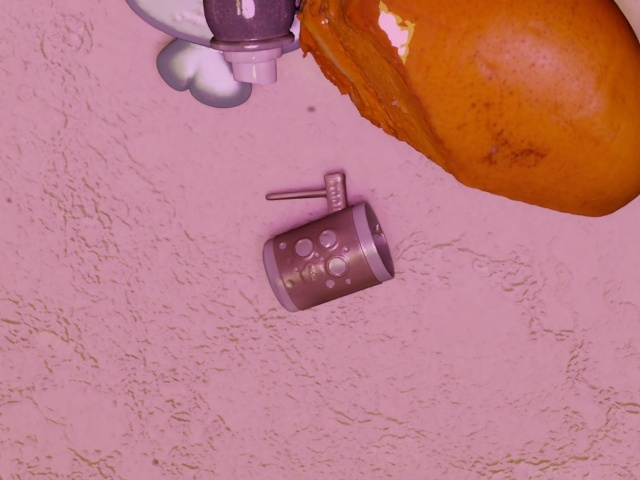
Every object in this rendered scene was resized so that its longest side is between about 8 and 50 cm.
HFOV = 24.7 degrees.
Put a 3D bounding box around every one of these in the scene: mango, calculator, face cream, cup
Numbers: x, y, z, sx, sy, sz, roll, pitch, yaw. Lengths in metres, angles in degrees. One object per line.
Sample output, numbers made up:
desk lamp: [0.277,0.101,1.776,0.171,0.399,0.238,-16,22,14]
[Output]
mango: [0.136,-0.133,1.141,0.350,0.201,0.199,30,133,-22]
calculator: [-0.067,-0.254,1.179,0.185,0.041,0.299,13,109,-2]
face cream: [-0.061,-0.259,1.115,0.073,0.073,0.283,-3,107,4]
cup: [0.000,0.004,1.257,0.099,0.074,0.102,-21,109,10]
